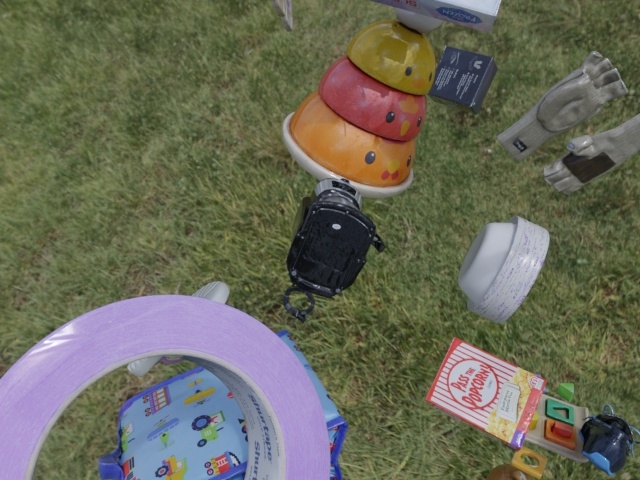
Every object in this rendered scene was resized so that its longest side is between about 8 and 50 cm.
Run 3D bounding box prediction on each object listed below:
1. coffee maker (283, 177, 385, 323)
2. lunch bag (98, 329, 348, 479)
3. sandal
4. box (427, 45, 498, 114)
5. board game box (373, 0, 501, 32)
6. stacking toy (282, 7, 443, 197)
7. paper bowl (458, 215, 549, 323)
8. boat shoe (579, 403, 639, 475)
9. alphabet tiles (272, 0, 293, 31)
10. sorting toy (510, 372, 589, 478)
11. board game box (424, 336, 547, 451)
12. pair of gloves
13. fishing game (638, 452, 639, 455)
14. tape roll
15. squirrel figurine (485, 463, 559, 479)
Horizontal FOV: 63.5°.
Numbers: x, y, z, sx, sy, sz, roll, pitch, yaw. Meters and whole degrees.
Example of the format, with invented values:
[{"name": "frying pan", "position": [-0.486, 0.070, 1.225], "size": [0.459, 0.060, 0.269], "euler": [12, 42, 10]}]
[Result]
[{"name": "coffee maker", "position": [0.000, 0.000, 0.771], "size": [0.171, 0.120, 0.178], "euler": [-42, 12, 12]}, {"name": "lunch bag", "position": [-0.141, 0.260, 0.692], "size": [0.293, 0.138, 0.221], "euler": [-10, 25, -20]}, {"name": "sandal", "position": [-0.275, 0.199, 1.080], "size": [0.416, 0.102, 0.169], "euler": [-33, 21, 47]}, {"name": "box", "position": [0.434, -0.492, 1.592], "size": [0.158, 0.093, 0.156], "euler": [27, 98, 28]}, {"name": "board game box", "position": [0.185, -0.546, 0.858], "size": [0.317, 0.066, 0.319], "euler": [20, 91, 9]}, {"name": "stacking toy", "position": [0.139, -0.368, 1.171], "size": [0.351, 0.350, 0.480], "euler": [56, 135, 35]}, {"name": "paper bowl", "position": [0.475, 0.067, 1.392], "size": [0.148, 0.284, 0.284], "euler": [26, 76, 6]}, {"name": "boat shoe", "position": [0.569, 0.383, 0.996], "size": [0.109, 0.258, 0.089], "euler": [35, 99, 22]}, {"name": "alphabet tiles", "position": [-0.054, -0.409, 0.604], "size": [0.021, 0.284, 0.278], "euler": [-4, 95, 7]}, {"name": "sorting toy", "position": [0.519, 0.406, 1.197], "size": [0.195, 0.047, 0.347], "euler": [14, 27, 19]}, {"name": "board game box", "position": [0.327, 0.304, 1.034], "size": [0.193, 0.045, 0.147], "euler": [23, 67, 21]}, {"name": "pair of gloves", "position": [0.442, -0.184, 0.877], "size": [0.204, 0.240, 0.042], "euler": [-43, 36, 34]}, {"name": "fishing game", "position": [0.995, 0.550, 1.381], "size": [0.263, 0.189, 0.041], "euler": [4, 49, -6]}, {"name": "tape roll", "position": [-0.132, 0.186, 0.421], "size": [0.090, 0.274, 0.275], "euler": [-27, 43, 62]}, {"name": "squirrel figurine", "position": [0.577, 0.760, 1.303], "size": [0.370, 0.397, 0.281], "euler": [42, 118, 2]}]
